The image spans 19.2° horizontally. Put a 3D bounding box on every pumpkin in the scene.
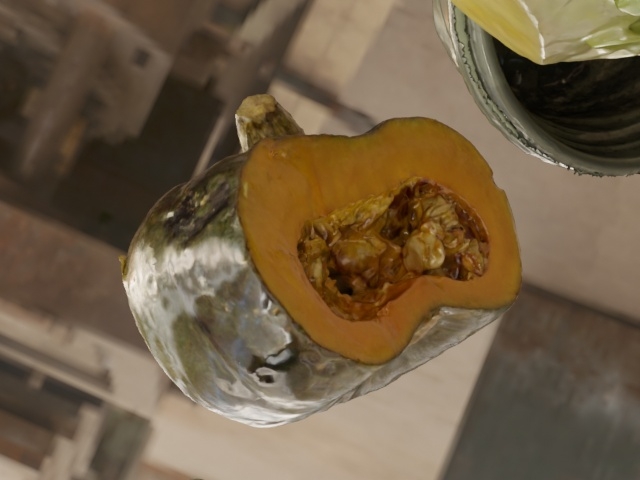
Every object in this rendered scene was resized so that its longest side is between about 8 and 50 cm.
[{"bbox_3d":[0.000,0.000,1.347,0.139,0.317,0.222,-37,78,40],"label":"pumpkin"}]

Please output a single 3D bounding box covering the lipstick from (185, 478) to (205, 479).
[{"bbox_3d":[-0.019,0.255,1.130,0.264,0.059,0.059,49,180,30],"label":"lipstick"}]

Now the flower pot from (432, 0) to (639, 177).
[{"bbox_3d":[0.162,-0.159,1.209,0.235,0.235,0.140,30,176,-24],"label":"flower pot"}]

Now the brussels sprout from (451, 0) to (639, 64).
[{"bbox_3d":[0.183,-0.212,0.975,0.227,0.294,0.259,52,179,15],"label":"brussels sprout"}]
